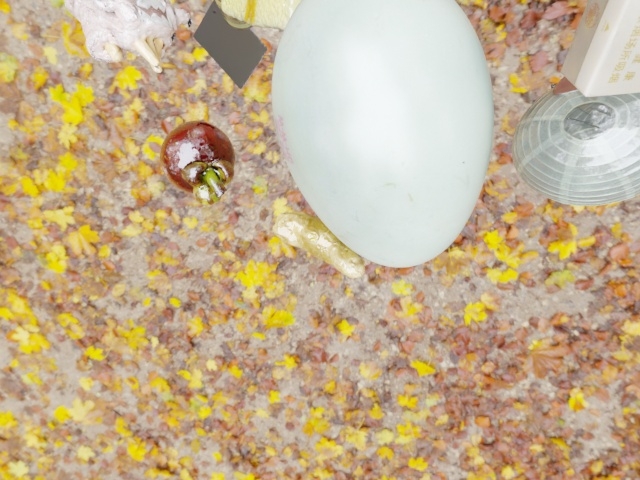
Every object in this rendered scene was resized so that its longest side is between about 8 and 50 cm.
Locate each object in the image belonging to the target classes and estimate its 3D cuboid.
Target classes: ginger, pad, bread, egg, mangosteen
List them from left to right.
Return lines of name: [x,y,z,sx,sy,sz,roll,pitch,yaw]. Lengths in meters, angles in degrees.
mangosteen: [-0.337,-0.211,1.247,0.215,0.215,0.257,-40,64,20]
pad: [-0.290,-0.632,1.394,0.265,0.009,0.159,49,117,10]
bread: [-0.060,-0.380,0.654,0.178,0.266,0.142,30,100,-40]
ginger: [0.009,0.001,0.891,0.205,0.115,0.081,35,127,6]
egg: [0.057,-0.094,0.388,0.183,0.183,0.264,-12,118,13]

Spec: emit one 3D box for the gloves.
gloves: [-0.238,-0.273,0.524,0.144,0.110,0.094,25,132,4]

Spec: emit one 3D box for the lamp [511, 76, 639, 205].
lamp: [0.471,-0.173,0.747,0.265,0.233,0.233,17,115,32]

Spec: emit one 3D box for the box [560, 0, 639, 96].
box: [0.357,-0.217,0.409,0.201,0.058,0.141,-5,139,-3]

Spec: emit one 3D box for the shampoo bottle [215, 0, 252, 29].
shampoo bottle: [-0.197,-0.573,0.985,0.101,0.284,0.101,0,97,-2]
